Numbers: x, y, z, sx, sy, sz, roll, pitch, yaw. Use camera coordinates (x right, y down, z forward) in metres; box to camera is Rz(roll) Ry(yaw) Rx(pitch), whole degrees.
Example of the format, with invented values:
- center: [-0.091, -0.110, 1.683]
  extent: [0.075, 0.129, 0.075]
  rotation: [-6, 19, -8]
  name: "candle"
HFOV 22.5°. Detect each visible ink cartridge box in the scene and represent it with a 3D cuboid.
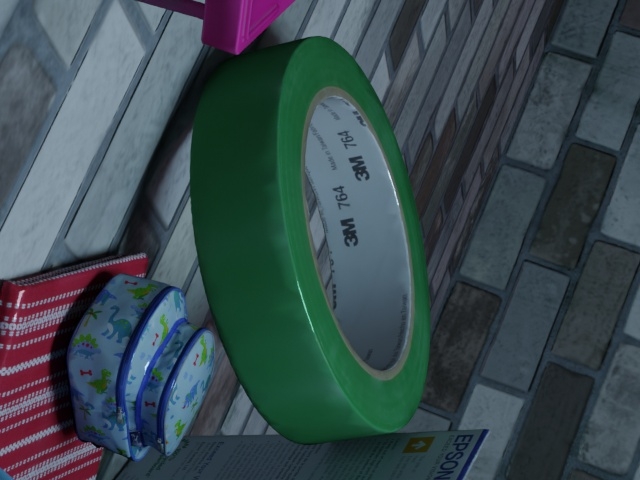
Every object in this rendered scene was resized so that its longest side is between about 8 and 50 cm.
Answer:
- center: [-0.060, 0.261, 1.231]
  extent: [0.324, 0.330, 0.071]
  rotation: [-51, 131, -53]
  name: "ink cartridge box"

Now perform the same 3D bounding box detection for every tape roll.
- center: [0.000, 0.000, 1.292]
  extent: [0.321, 0.077, 0.321]
  rotation: [-12, 90, -69]
  name: "tape roll"

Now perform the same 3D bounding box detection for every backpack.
- center: [-0.122, 0.084, 1.109]
  extent: [0.114, 0.084, 0.105]
  rotation: [85, 25, -47]
  name: "backpack"

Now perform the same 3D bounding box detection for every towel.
- center: [-0.201, 0.145, 1.120]
  extent: [0.199, 0.031, 0.275]
  rotation: [-19, 126, -71]
  name: "towel"

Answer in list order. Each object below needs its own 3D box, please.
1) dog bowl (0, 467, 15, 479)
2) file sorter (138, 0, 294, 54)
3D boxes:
- center: [-0.182, 0.191, 0.947]
  extent: [0.074, 0.166, 0.297]
  rotation: [-49, 151, -15]
  name: "dog bowl"
- center: [-0.054, -0.259, 0.791]
  extent: [0.291, 0.182, 0.202]
  rotation: [-53, 157, -54]
  name: "file sorter"
